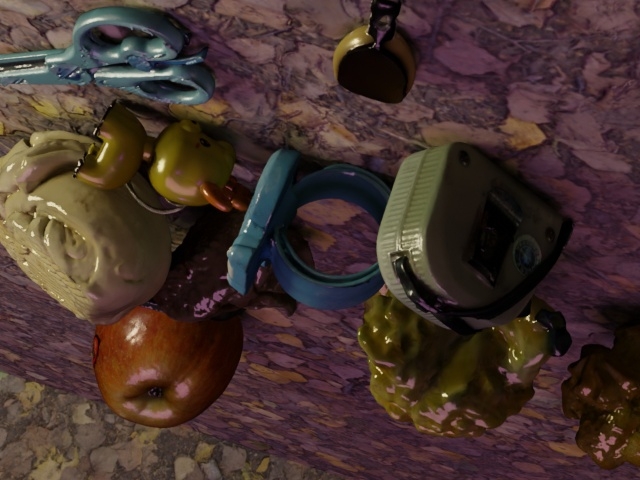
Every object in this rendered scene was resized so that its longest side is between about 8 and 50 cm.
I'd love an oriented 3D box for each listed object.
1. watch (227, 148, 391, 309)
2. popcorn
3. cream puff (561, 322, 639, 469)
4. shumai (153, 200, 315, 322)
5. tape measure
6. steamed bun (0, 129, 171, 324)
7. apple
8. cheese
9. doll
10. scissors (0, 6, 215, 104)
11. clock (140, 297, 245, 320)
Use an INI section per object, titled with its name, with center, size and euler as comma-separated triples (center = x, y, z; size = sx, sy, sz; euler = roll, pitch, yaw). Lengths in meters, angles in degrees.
[watch]
center = 0.000, 0.000, 1.437
size = 0.193, 0.211, 0.211
euler = 20, 159, 5
[popcorn]
center = 0.173, 0.135, 1.584
size = 0.293, 0.293, 0.237
euler = 15, -164, 5
[cream puff]
center = 0.435, 0.209, 1.599
size = 0.194, 0.221, 0.195
euler = 41, 172, 8
[shumai]
center = -0.118, 0.059, 1.651
size = 0.185, 0.218, 0.184
euler = 44, -167, -22
[tape measure]
center = 0.186, 0.016, 1.323
size = 0.235, 0.207, 0.115
euler = 33, 151, -30
[steamed bun]
center = -0.323, -0.033, 1.588
size = 0.276, 0.203, 0.289
euler = 53, 158, -14
[apple]
center = -0.289, 0.215, 2.112
size = 0.277, 0.250, 0.309
euler = 15, 156, 8
[cheese]
center = 0.057, -0.193, 1.127
size = 0.086, 0.036, 0.162
euler = 18, 159, 5
[doll]
center = -0.188, -0.090, 1.447
size = 0.220, 0.135, 0.143
euler = 23, -166, -10
[scissors]
center = -0.291, -0.210, 1.359
size = 0.392, 0.032, 0.180
euler = 3, 154, 33
[clock]
center = -0.249, 0.073, 1.837
size = 0.273, 0.049, 0.279
euler = 15, -173, 9
